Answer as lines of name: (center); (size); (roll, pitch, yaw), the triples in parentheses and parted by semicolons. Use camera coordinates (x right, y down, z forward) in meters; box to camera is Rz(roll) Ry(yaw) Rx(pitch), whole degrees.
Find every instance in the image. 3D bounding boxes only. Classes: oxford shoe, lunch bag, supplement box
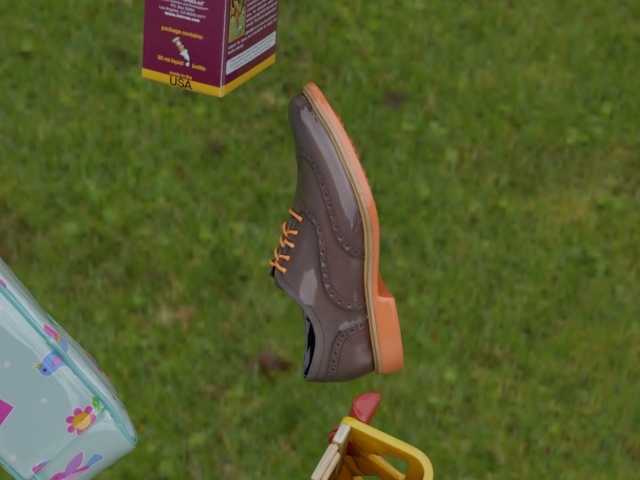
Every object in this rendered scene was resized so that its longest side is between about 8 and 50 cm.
oxford shoe: (0.000, 0.000, 1.478); (0.098, 0.271, 0.097); (-14, 14, -5)
lunch bag: (-0.274, 0.081, 1.386); (0.108, 0.279, 0.224); (-41, 25, -6)
supplement box: (-0.088, -0.228, 1.419); (0.081, 0.188, 0.104); (15, 29, 20)

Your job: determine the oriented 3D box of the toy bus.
toy bus: (0.031, 0.234, 1.350); (0.104, 0.191, 0.202); (24, 12, 11)
